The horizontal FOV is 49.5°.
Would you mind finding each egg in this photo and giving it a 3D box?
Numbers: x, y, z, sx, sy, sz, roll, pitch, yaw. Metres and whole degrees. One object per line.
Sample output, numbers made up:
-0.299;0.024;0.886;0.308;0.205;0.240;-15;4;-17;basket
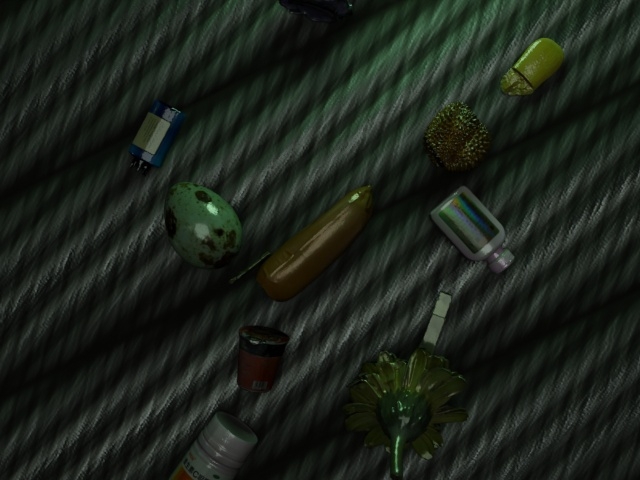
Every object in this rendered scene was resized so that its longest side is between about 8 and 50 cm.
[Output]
-0.284;-0.038;1.650;0.169;0.169;0.231;-33;82;2;egg

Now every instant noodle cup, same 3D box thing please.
-0.147;0.288;1.676;0.127;0.127;0.135;12;99;2;instant noodle cup

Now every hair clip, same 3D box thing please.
-0.017;-0.558;1.658;0.196;0.124;0.052;16;67;14;hair clip

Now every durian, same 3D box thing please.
0.325;-0.238;1.645;0.158;0.137;0.168;37;83;22;durian

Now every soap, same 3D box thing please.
0.515;-0.413;1.683;0.089;0.033;0.168;41;93;4;soap

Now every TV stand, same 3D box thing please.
0.265;0.245;1.692;0.036;0.042;0.249;20;91;6;TV stand

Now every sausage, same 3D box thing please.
0.003;0.003;1.656;0.354;0.134;0.116;-42;64;4;sausage

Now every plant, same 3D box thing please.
0.165;0.394;1.601;0.261;0.297;0.305;34;131;29;plant

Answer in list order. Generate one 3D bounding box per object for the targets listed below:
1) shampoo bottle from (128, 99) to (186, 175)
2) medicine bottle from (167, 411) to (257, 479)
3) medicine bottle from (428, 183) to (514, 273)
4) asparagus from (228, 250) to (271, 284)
-0.410;-0.249;1.711;0.087;0.050;0.182;28;91;-1;shampoo bottle
-0.270;0.549;1.669;0.133;0.133;0.249;36;91;2;medicine bottle
0.371;-0.019;1.668;0.115;0.078;0.219;-42;89;-1;medicine bottle
-0.175;0.069;1.721;0.127;0.018;0.015;-38;54;2;asparagus
